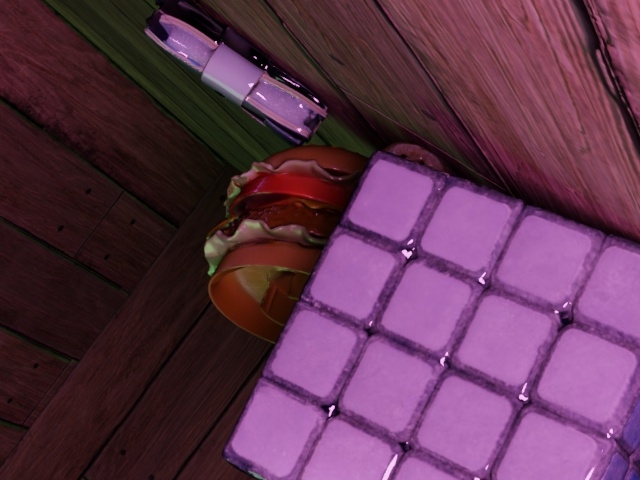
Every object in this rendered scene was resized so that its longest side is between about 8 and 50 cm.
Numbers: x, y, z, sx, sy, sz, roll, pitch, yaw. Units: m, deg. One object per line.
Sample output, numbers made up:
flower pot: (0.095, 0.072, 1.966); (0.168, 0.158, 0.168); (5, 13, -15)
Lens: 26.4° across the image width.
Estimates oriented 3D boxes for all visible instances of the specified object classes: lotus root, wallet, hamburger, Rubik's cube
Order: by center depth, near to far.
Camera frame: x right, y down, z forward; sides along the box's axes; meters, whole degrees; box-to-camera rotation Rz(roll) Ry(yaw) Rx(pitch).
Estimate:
Rubik's cube: (0.170, 0.158, 1.334); (0.344, 0.344, 0.337); (23, 171, 29)
lotus root: (0.123, -0.044, 1.544); (0.113, 0.088, 0.192); (54, -172, 33)
hamburger: (0.000, 0.000, 1.682); (0.274, 0.212, 0.274); (14, 153, 7)
wallet: (-0.105, -0.213, 1.726); (0.250, 0.075, 0.176); (36, -179, -2)
